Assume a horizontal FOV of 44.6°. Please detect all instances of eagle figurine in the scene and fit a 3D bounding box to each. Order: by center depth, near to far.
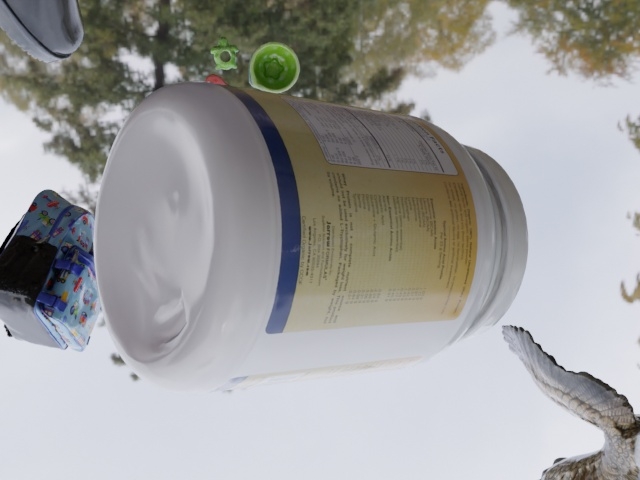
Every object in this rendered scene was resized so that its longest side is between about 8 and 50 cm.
[{"bbox_3d":[0.315,0.217,0.854,0.298,0.225,0.226,-7,-139,42],"label":"eagle figurine"}]

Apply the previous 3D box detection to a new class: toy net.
[{"bbox_3d":[-0.102,-0.156,1.064,0.122,0.232,0.045,6,-174,-13],"label":"toy net"}]

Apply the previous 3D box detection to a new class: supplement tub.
[{"bbox_3d":[0.000,0.000,0.651,0.316,0.228,0.228,1,-158,-40],"label":"supplement tub"}]

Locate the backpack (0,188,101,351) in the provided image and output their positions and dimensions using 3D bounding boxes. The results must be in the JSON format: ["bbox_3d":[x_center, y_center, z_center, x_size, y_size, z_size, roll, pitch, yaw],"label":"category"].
[{"bbox_3d":[-0.325,0.032,0.969,0.116,0.158,0.173,13,-121,6],"label":"backpack"}]

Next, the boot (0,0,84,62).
[{"bbox_3d":[-0.289,-0.443,1.161,0.445,0.367,0.146,-16,-109,8],"label":"boot"}]
